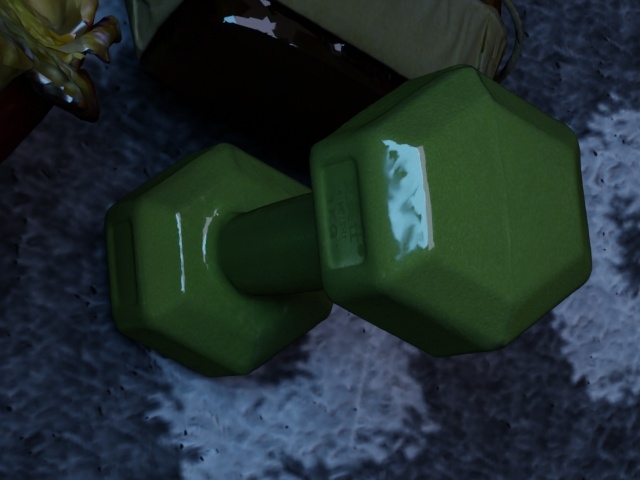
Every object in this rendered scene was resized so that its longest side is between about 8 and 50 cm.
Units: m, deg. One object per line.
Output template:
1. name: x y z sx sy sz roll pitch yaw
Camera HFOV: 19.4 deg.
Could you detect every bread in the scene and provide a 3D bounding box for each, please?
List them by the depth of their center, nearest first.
1. bread: 0.002 -0.144 0.981 0.224 0.142 0.212 29 44 -23

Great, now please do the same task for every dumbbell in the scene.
1. dumbbell: 0.000 0.000 0.865 0.108 0.302 0.121 -3 86 -28

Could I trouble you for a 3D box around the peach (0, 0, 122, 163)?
1. peach: -0.256 -0.136 0.738 0.353 0.416 0.339 -41 100 -28
